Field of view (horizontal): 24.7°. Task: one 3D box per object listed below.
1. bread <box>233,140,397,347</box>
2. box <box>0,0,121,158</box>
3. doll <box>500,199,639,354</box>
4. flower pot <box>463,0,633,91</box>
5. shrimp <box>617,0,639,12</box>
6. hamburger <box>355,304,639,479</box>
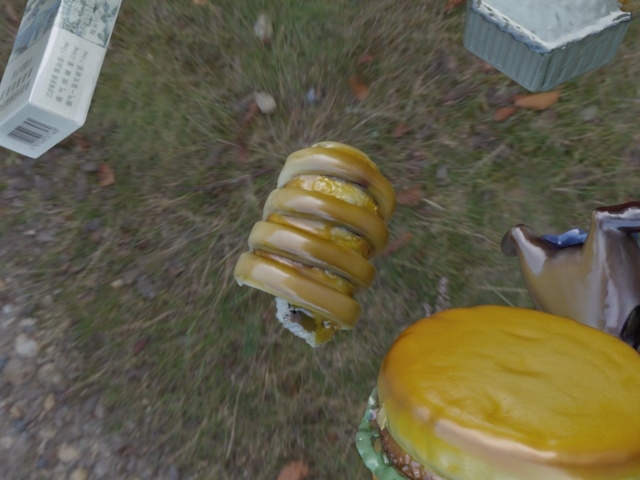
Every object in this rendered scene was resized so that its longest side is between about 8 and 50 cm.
[{"bbox_3d":[0.000,0.000,1.255,0.119,0.084,0.177,27,79,-27],"label":"bread"},{"bbox_3d":[-0.288,-0.235,1.635,0.069,0.164,0.256,22,69,-25],"label":"box"},{"bbox_3d":[0.385,0.049,1.563,0.340,0.318,0.209,7,109,-36],"label":"doll"},{"bbox_3d":[0.300,-0.327,1.917,0.239,0.189,0.209,-22,80,-1],"label":"flower pot"},{"bbox_3d":[0.353,-0.287,1.525,0.083,0.114,0.023,-21,58,-36],"label":"shrimp"},{"bbox_3d":[0.144,0.167,1.098,0.246,0.246,0.170,5,116,-1],"label":"hamburger"}]
